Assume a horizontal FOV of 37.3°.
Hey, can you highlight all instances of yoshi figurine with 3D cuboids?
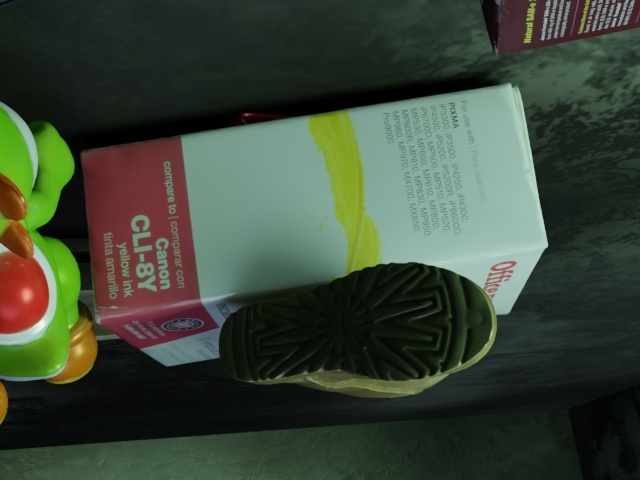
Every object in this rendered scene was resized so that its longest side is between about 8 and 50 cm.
[{"bbox_3d":[-0.279,-0.023,0.687,0.203,0.203,0.362,2,139,-3],"label":"yoshi figurine"}]

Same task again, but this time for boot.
[{"bbox_3d":[0.069,0.090,0.836,0.236,0.089,0.269,-5,166,25],"label":"boot"}]

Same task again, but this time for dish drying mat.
[{"bbox_3d":[-0.038,-0.104,0.852,0.083,0.008,0.032,3,157,-28],"label":"dish drying mat"}]

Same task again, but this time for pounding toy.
[{"bbox_3d":[-0.259,0.050,1.092,0.141,0.100,0.130,-2,145,-24],"label":"pounding toy"}]

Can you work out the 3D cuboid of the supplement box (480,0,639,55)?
[{"bbox_3d":[0.222,-0.199,0.595,0.239,0.073,0.130,-11,160,4],"label":"supplement box"}]

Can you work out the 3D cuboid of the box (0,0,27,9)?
[{"bbox_3d":[-0.138,-0.187,0.373,0.293,0.073,0.295,-10,174,20],"label":"box"}]

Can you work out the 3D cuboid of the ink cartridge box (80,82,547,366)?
[{"bbox_3d":[0.000,0.000,0.916,0.385,0.160,0.279,-9,163,1],"label":"ink cartridge box"}]
